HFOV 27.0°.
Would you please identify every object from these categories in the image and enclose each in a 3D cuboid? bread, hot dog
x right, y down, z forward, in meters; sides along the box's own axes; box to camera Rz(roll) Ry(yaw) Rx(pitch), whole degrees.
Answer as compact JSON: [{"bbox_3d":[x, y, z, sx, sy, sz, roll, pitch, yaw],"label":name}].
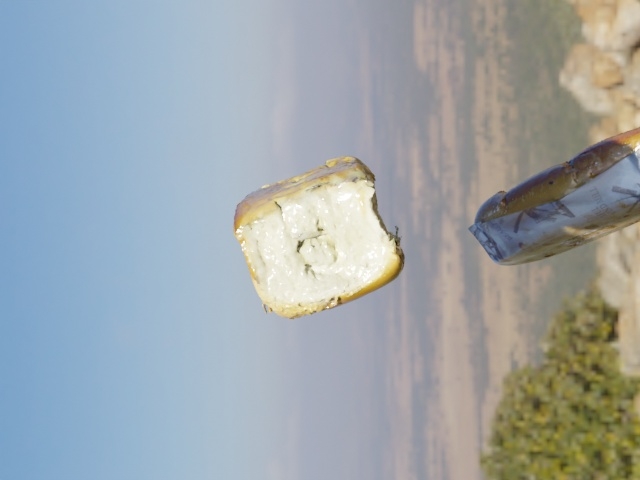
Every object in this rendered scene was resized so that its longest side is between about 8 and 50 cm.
[{"bbox_3d":[0.001,0.002,0.710,0.070,0.083,0.077,-93,-18,-76],"label":"bread"},{"bbox_3d":[0.259,-0.044,1.264,0.144,0.268,0.075,4,-111,-51],"label":"hot dog"}]
